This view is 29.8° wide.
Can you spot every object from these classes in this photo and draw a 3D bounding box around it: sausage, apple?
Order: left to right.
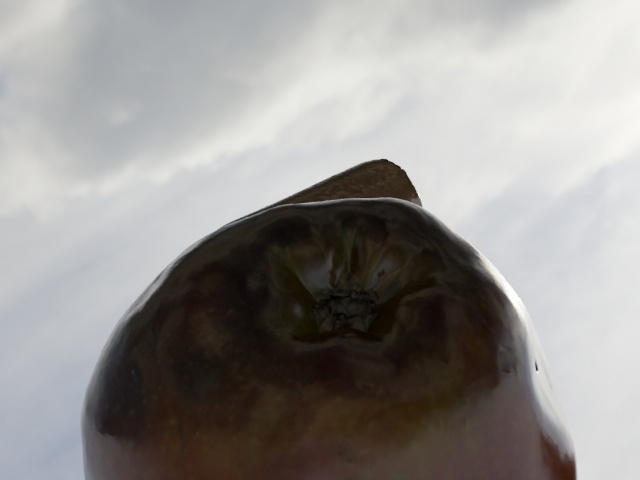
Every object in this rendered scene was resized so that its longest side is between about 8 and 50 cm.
[{"bbox_3d":[0.000,0.000,1.327,0.123,0.123,0.253,4,-158,42],"label":"sausage"},{"bbox_3d":[0.004,0.093,0.546,0.230,0.230,0.230,-17,-155,8],"label":"apple"}]
